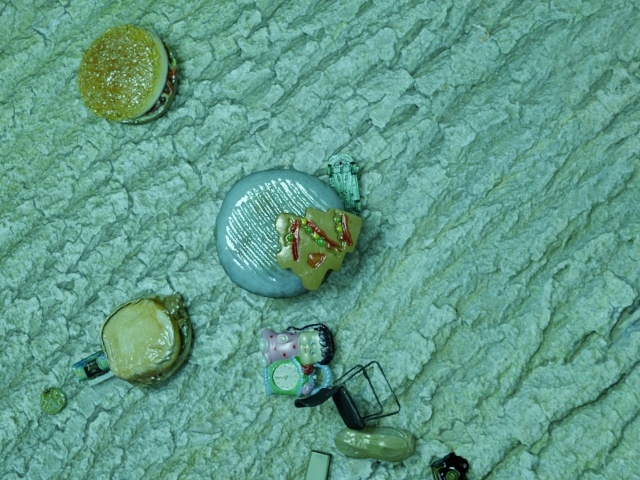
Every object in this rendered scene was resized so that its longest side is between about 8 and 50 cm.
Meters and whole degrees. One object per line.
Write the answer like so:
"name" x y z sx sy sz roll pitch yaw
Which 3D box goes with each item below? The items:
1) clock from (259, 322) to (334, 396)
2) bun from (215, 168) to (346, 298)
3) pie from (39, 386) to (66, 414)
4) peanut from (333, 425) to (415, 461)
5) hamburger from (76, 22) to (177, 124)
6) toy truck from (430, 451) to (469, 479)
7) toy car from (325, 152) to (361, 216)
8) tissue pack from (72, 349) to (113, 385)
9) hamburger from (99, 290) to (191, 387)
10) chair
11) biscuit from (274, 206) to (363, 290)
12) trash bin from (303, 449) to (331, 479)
"clock" -0.056 0.324 1.788 0.195 0.100 0.194 -8 88 12
"bun" -0.100 -0.020 1.763 0.361 0.211 0.362 0 88 7
"pie" -0.784 0.470 1.944 0.085 0.017 0.085 -1 84 10
"peanut" 0.141 0.531 1.733 0.214 0.098 0.090 0 98 12
"hamburger" -0.555 -0.474 1.905 0.302 0.170 0.302 -1 84 11
"toy truck" 0.341 0.677 1.676 0.127 0.127 0.257 -17 82 23
"toy car" 0.068 -0.147 1.824 0.093 0.058 0.186 -6 96 9
"tissue pack" -0.630 0.361 1.891 0.111 0.085 0.079 -27 82 6
"hamburger" -0.480 0.264 1.841 0.243 0.146 0.286 20 83 14
"chair" 0.063 0.419 1.689 0.221 0.140 0.145 -23 82 -21
"biscuit" 0.000 0.000 1.639 0.238 0.041 0.212 -27 93 -5
"trash bin" -0.008 0.615 1.780 0.060 0.043 0.092 10 86 11
